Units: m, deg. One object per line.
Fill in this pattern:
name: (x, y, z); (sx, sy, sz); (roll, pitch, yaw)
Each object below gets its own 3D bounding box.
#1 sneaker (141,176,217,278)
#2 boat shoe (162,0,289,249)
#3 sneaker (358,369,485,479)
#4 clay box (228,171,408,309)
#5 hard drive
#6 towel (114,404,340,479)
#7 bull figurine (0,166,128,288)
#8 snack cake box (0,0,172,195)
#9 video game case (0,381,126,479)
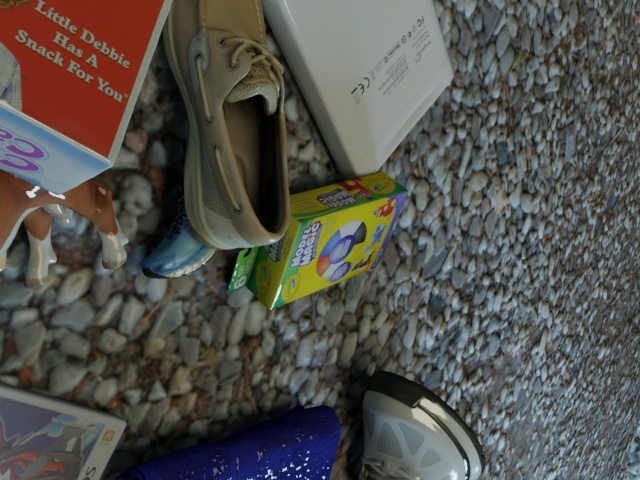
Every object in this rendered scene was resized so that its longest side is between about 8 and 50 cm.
sneaker: (-0.131, -0.028, 0.702); (0.073, 0.063, 0.162); (55, 52, -30)
boat shoe: (-0.075, -0.143, 0.651); (0.109, 0.098, 0.302); (-2, 89, -44)
sneaker: (0.114, 0.410, 1.026); (0.257, 0.169, 0.447); (-47, 135, -30)
clay box: (0.000, 0.000, 0.821); (0.222, 0.053, 0.127); (-20, 140, -44)
hard drive: (0.042, -0.272, 0.815); (0.233, 0.047, 0.353); (-50, 135, -24)
towel: (-0.113, 0.319, 0.823); (0.308, 0.076, 0.227); (-3, 112, -48)
bull figurine: (-0.286, 0.011, 0.499); (0.310, 0.101, 0.188); (-44, 134, -29)
snack cake box: (-0.239, -0.159, 0.432); (0.264, 0.089, 0.152); (30, 59, -36)
video game case: (-0.291, 0.223, 0.621); (0.201, 0.023, 0.183); (36, 75, -48)
